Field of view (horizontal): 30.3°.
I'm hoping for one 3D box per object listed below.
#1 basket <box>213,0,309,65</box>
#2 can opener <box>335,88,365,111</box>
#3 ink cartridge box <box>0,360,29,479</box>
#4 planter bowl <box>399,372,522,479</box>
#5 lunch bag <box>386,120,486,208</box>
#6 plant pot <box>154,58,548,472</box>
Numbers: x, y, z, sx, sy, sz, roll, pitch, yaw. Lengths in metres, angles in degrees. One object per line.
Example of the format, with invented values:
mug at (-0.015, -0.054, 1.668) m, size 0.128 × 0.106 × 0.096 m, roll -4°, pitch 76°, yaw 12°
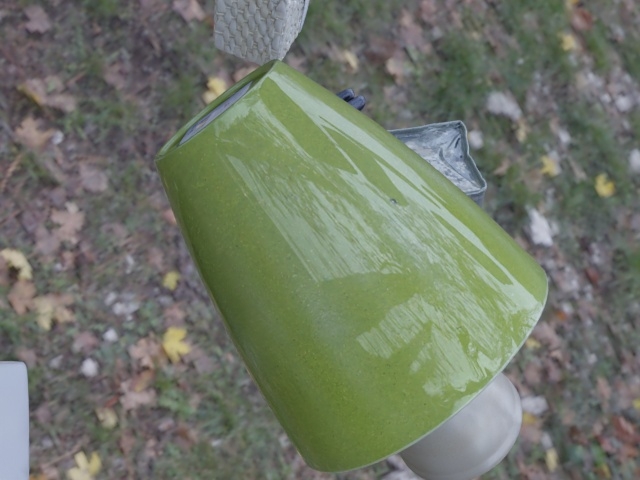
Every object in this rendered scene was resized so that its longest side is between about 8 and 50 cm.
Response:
basket at (-0.082, -0.331, 1.618) m, size 0.113 × 0.167 × 0.103 m, roll 21°, pitch 59°, yaw 4°
can opener at (-0.018, -0.144, 1.575) m, size 0.059 × 0.186 × 0.073 m, roll 34°, pitch -23°, yaw 31°
ink cartridge box at (-0.495, 0.212, 1.248) m, size 0.395 × 0.285 × 0.166 m, roll 88°, pitch 0°, yaw -84°
planter bowl at (0.143, 0.189, 1.393) m, size 0.109 × 0.162 × 0.162 m, roll 54°, pitch 26°, yaw -41°
lunch bag at (0.076, -0.032, 1.710) m, size 0.235 × 0.287 × 0.169 m, roll 92°, pitch -11°, yaw -49°
plant pot at (0.000, 0.000, 1.026) m, size 0.293 × 0.275 × 0.275 m, roll 50°, pitch 29°, yaw -14°
